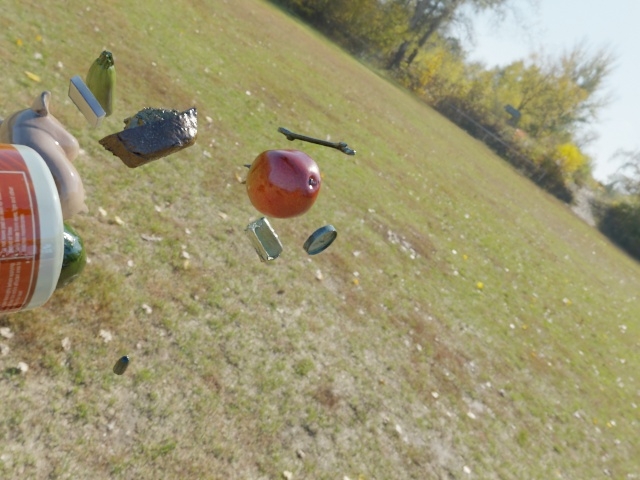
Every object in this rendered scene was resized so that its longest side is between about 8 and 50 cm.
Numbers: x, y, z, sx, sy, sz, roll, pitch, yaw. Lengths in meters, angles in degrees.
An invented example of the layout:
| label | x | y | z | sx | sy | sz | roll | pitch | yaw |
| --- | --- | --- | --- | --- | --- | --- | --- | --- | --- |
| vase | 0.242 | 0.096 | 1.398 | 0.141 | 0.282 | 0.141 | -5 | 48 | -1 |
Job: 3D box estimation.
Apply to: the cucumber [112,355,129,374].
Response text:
| label | x | y | z | sx | sy | sz | roll | pitch | yaw |
| --- | --- | --- | --- | --- | --- | --- | --- | --- | --- |
| cucumber | -0.753 | 0.471 | 1.993 | 0.048 | 0.105 | 0.048 | 21 | 45 | -23 |

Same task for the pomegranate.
| label | x | y | z | sx | sy | sz | roll | pitch | yaw |
| --- | --- | --- | --- | --- | --- | --- | --- | --- | --- |
| pomegranate | -0.123 | -0.171 | 1.554 | 0.256 | 0.221 | 0.221 | 20 | 7 | 36 |

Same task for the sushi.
| label | x | y | z | sx | sy | sz | roll | pitch | yaw |
| --- | --- | --- | --- | --- | --- | --- | --- | --- | --- |
| sushi | -0.181 | -0.119 | 0.574 | 0.118 | 0.061 | 0.060 | -35 | 104 | -49 |

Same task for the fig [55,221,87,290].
| label | x | y | z | sx | sy | sz | roll | pitch | yaw |
| --- | --- | --- | --- | --- | --- | --- | --- | --- | --- |
| fig | -0.697 | 0.026 | 1.309 | 0.195 | 0.195 | 0.245 | 36 | -24 | 2 |

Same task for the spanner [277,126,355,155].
| label | x | y | z | sx | sy | sz | roll | pitch | yaw |
| --- | --- | --- | --- | --- | --- | --- | --- | --- | --- |
| spanner | -0.014 | -0.259 | 1.367 | 0.254 | 0.015 | 0.054 | 22 | -12 | 36 |

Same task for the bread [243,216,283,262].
| label | x | y | z | sx | sy | sz | roll | pitch | yaw |
| --- | --- | --- | --- | --- | --- | --- | --- | --- | --- |
| bread | -0.136 | 0.000 | 1.269 | 0.072 | 0.053 | 0.106 | -42 | 112 | -40 |

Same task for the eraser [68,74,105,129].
| label | x | y | z | sx | sy | sz | roll | pitch | yaw |
| --- | --- | --- | --- | --- | --- | --- | --- | --- | --- |
| eraser | -0.563 | -0.327 | 1.261 | 0.104 | 0.023 | 0.150 | 57 | -22 | -15 |

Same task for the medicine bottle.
| label | x | y | z | sx | sy | sz | roll | pitch | yaw |
| --- | --- | --- | --- | --- | --- | --- | --- | --- | --- |
| medicine bottle | -0.520 | -0.012 | 0.722 | 0.241 | 0.252 | 0.252 | -6 | 44 | -48 |

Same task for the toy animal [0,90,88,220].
| label | x | y | z | sx | sy | sz | roll | pitch | yaw |
| --- | --- | --- | --- | --- | --- | --- | --- | --- | --- |
| toy animal | -0.577 | -0.156 | 1.075 | 0.154 | 0.166 | 0.250 | 96 | -27 | -81 |

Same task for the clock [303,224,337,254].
| label | x | y | z | sx | sy | sz | roll | pitch | yaw |
| --- | --- | --- | --- | --- | --- | --- | --- | --- | --- |
| clock | 0.000 | 0.000 | 1.149 | 0.017 | 0.085 | 0.085 | 52 | 24 | 23 |

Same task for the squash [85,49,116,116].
| label | x | y | z | sx | sy | sz | roll | pitch | yaw |
| --- | --- | --- | --- | --- | --- | --- | --- | --- | --- |
| squash | -0.680 | -0.475 | 1.621 | 0.094 | 0.341 | 0.094 | 7 | 71 | -21 |
